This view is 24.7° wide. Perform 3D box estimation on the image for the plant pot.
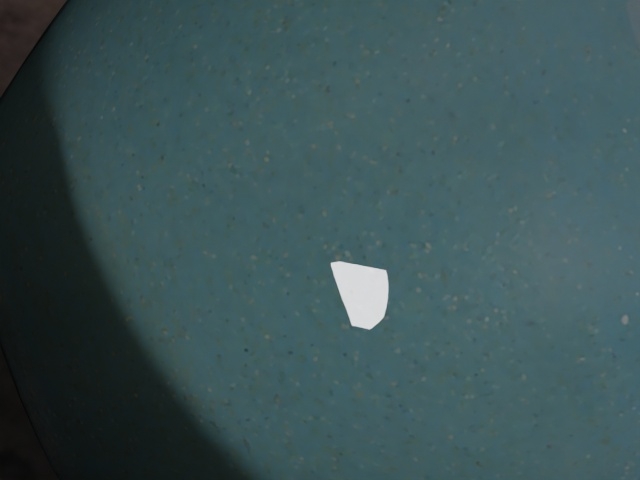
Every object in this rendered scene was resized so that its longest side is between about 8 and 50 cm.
[{"bbox_3d":[0.000,0.000,0.483,0.195,0.290,0.290,-19,65,-1],"label":"plant pot"}]
